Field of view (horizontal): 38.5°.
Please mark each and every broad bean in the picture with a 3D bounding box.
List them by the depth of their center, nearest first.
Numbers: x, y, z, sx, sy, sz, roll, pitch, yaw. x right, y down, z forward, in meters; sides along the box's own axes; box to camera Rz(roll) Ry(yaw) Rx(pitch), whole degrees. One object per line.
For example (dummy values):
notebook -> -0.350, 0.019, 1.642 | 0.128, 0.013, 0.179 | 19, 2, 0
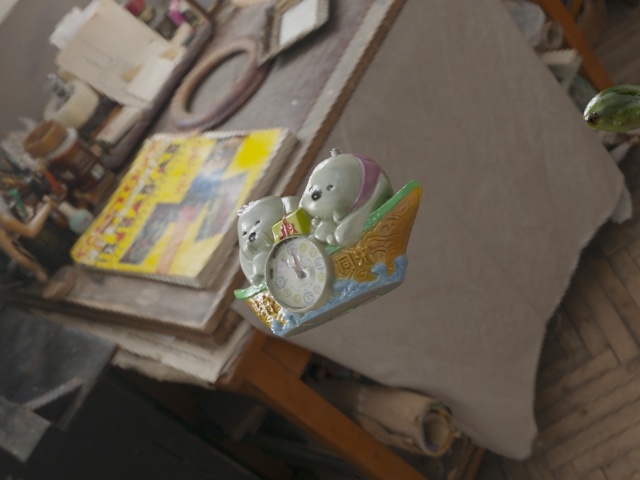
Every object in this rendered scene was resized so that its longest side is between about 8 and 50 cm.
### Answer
broad bean -> 0.266, -0.116, 0.608 | 0.214, 0.070, 0.048 | -25, 81, 57

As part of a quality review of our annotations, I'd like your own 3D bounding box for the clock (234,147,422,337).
clock -> 0.000, 0.000, 0.877 | 0.231, 0.103, 0.144 | -28, 77, 28
